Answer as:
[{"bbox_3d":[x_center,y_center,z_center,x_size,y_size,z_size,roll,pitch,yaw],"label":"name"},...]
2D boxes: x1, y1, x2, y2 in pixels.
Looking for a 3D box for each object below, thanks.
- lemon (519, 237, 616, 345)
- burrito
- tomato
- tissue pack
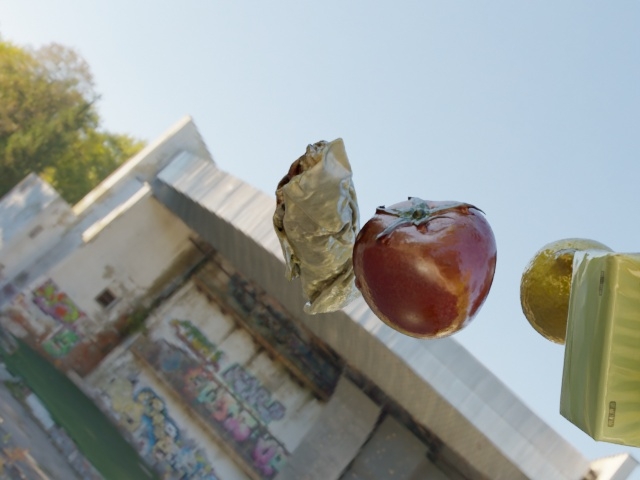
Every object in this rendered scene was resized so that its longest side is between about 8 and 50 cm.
[{"bbox_3d":[0.429,0.090,1.344,0.186,0.187,0.244,33,-14,43],"label":"lemon"},{"bbox_3d":[0.000,0.000,1.074,0.392,0.117,0.076,80,-12,-60],"label":"burrito"},{"bbox_3d":[0.122,0.032,0.892,0.167,0.167,0.167,43,-14,13],"label":"tomato"},{"bbox_3d":[0.387,0.130,1.017,0.125,0.234,0.159,6,1,0],"label":"tissue pack"}]
